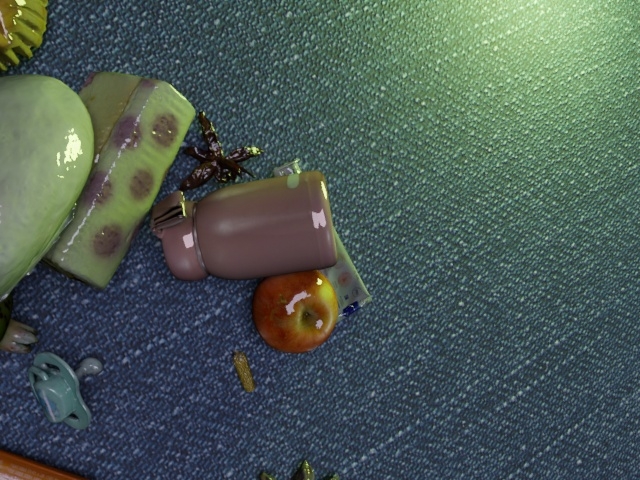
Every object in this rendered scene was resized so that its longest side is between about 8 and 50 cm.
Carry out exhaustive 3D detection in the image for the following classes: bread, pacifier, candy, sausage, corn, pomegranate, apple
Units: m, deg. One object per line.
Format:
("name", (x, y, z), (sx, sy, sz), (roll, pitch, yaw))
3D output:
("bread", (-0.570, -0.394, 0.938), (0.274, 0.149, 0.274), (-1, 92, -24))
("pacifier", (-0.419, 0.237, 0.995), (0.116, 0.126, 0.150), (-44, 124, -52))
("candy", (-0.510, -0.082, 0.825), (0.427, 0.386, 0.186), (-56, 146, -28))
("sausage", (-0.486, 0.389, 0.965), (0.234, 0.071, 0.071), (26, 79, -16))
("corn", (-0.144, 0.243, 1.115), (0.027, 0.028, 0.083), (-19, 94, 2))
("bread", (-0.356, -0.102, 0.978), (0.187, 0.155, 0.338), (18, 76, 25))
("pomegranate", (-0.540, 0.120, 0.919), (0.209, 0.180, 0.180), (28, 78, -37))
("apple", (-0.049, 0.124, 1.102), (0.163, 0.139, 0.164), (-6, 102, -28))

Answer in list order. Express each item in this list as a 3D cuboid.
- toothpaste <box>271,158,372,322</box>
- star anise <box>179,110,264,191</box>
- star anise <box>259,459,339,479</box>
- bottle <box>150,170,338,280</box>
("toothpaste", (0.000, 0.000, 1.163), (0.100, 0.066, 0.323), (-29, 101, -23))
("star anise", (-0.180, -0.150, 1.068), (0.140, 0.144, 0.158), (22, 81, -9))
("star anise", (-0.059, 0.520, 1.107), (0.196, 0.073, 0.212), (10, 81, -21))
("bottle", (-0.127, -0.026, 1.024), (0.296, 0.206, 0.173), (-8, 61, 2))
